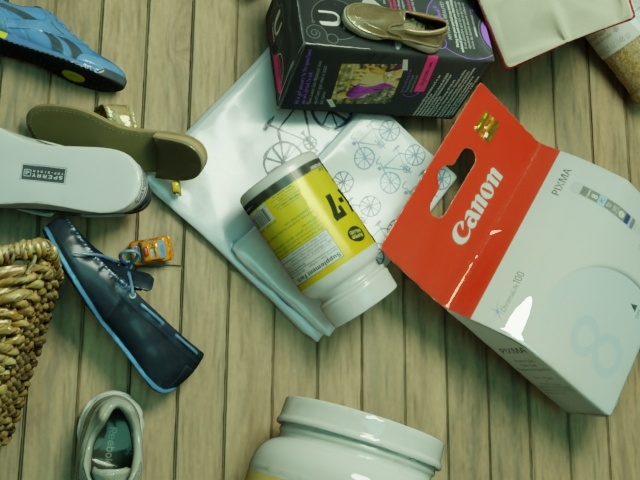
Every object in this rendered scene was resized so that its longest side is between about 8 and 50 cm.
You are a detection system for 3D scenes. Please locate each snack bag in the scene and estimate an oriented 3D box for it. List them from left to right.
[{"bbox_3d":[-0.025,-0.089,1.262,0.342,0.037,0.323,43,72,-3],"label":"snack bag"}]

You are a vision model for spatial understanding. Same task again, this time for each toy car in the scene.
[{"bbox_3d":[-0.217,-0.024,1.179,0.060,0.040,0.122,8,91,-2],"label":"toy car"}]

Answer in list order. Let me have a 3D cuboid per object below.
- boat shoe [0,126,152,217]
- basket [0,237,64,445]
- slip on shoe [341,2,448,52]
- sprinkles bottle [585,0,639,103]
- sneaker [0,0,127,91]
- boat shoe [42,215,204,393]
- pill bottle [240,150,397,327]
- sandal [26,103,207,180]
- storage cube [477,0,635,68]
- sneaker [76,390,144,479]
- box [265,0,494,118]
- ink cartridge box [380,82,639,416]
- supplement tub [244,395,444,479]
[{"bbox_3d":[-0.360,-0.083,1.140,0.301,0.102,0.108,7,81,2],"label":"boat shoe"},{"bbox_3d":[-0.414,0.094,0.982,0.213,0.299,0.223,18,77,-9],"label":"basket"},{"bbox_3d":[0.095,-0.274,1.142,0.135,0.041,0.051,17,61,-10],"label":"slip on shoe"},{"bbox_3d":[0.430,-0.383,1.399,0.121,0.121,0.355,-38,90,-19],"label":"sprinkles bottle"},{"bbox_3d":[-0.348,-0.264,1.195,0.209,0.069,0.082,21,70,-10],"label":"sneaker"},{"bbox_3d":[-0.246,0.070,1.145,0.089,0.109,0.258,-37,106,-13],"label":"boat shoe"},{"bbox_3d":[0.000,0.000,1.171,0.119,0.119,0.208,-34,90,-19],"label":"pill bottle"},{"bbox_3d":[-0.257,-0.139,1.196,0.240,0.088,0.079,13,35,7],"label":"sandal"},{"bbox_3d":[0.313,-0.373,1.254,0.184,0.193,0.215,-19,109,23],"label":"storage cube"},{"bbox_3d":[-0.254,0.309,1.073,0.099,0.121,0.262,-1,79,-14],"label":"sneaker"},{"bbox_3d":[0.075,-0.276,1.246,0.270,0.143,0.165,2,62,-19],"label":"box"},{"bbox_3d":[0.305,0.007,1.242,0.385,0.091,0.308,40,67,-18],"label":"ink cartridge box"},{"bbox_3d":[0.007,0.372,1.067,0.241,0.241,0.331,20,74,-10],"label":"supplement tub"}]
